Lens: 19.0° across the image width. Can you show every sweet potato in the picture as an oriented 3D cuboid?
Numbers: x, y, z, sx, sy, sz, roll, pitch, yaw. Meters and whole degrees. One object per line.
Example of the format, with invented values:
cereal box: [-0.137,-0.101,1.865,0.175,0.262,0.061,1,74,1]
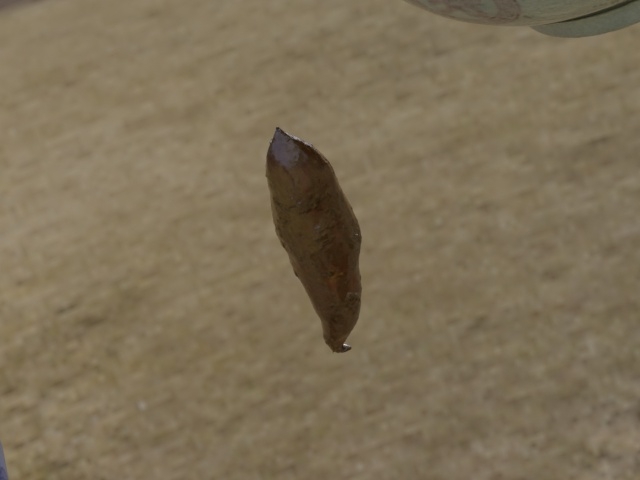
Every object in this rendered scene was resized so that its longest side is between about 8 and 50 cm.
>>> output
sweet potato: [0.000,0.000,1.370,0.060,0.206,0.068,-11,31,3]

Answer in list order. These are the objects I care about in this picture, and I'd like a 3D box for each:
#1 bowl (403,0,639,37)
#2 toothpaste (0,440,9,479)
bowl: [0.191,-0.280,1.423,0.435,0.196,0.435,-23,33,15]
toothpaste: [-0.193,0.192,0.986,0.125,0.080,0.371,18,26,-24]
